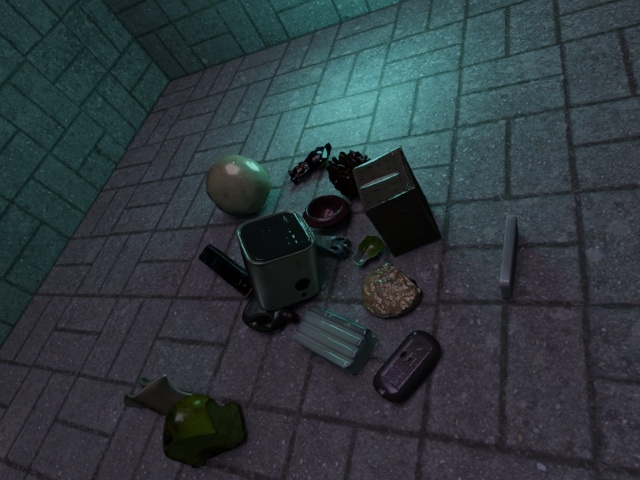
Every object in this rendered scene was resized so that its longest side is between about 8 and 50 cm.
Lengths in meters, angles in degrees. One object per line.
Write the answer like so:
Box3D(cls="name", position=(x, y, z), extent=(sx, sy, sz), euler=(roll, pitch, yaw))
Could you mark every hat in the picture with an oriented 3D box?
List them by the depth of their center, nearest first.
Box3D(cls="hat", position=(0.025, -0.106, 1.738), extent=(0.206, 0.089, 0.205), euler=(-12, 40, 10))

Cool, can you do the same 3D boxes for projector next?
Box3D(cls="projector", position=(-0.151, 0.069, 1.553), extent=(0.249, 0.249, 0.248), euler=(-19, 43, -14))

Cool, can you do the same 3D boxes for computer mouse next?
Box3D(cls="computer mouse", position=(0.257, 0.372, 1.254), extent=(0.232, 0.057, 0.120), euler=(-47, 46, -12))

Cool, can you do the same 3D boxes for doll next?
Box3D(cls="doll", position=(-0.043, -0.369, 2.000), extent=(0.249, 0.088, 0.127), euler=(-41, 65, 10))

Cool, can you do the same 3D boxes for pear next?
Box3D(cls="pear", position=(-0.411, 0.599, 1.354), extent=(0.238, 0.255, 0.164), euler=(-32, 47, 13))

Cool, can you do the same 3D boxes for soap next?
Box3D(cls="soap", position=(0.048, 0.325, 1.399), extent=(0.262, 0.094, 0.150), euler=(19, 73, 39))

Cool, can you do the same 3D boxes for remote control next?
Box3D(cls="remote control", position=(0.573, 0.047, 1.281), extent=(0.034, 0.103, 0.250), euler=(3, 59, 30))

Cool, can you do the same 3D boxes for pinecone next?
Box3D(cls="pinecone", position=(0.130, -0.285, 1.753), extent=(0.208, 0.207, 0.207), euler=(-17, 49, 20))

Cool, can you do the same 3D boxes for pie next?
Box3D(cls="pie", position=(0.225, 0.172, 1.431), extent=(0.185, 0.052, 0.218), euler=(-39, 47, -3))

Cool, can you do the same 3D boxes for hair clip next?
Box3D(cls="hair clip", position=(-0.622, 0.576, 1.571), extent=(0.282, 0.172, 0.113), euler=(-9, 44, 38))

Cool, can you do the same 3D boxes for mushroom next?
Box3D(cls="mushroom", position=(-0.374, -0.290, 2.030), extent=(0.315, 0.314, 0.336), euler=(-16, 29, 21))

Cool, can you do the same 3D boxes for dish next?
Box3D(cls="dish", position=(0.177, 0.045, 1.569), extent=(0.137, 0.039, 0.091), euler=(-47, 51, -7))

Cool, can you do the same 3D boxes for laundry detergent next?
Box3D(cls="laundry detergent", position=(-0.183, 0.280, 1.583), extent=(0.222, 0.078, 0.144), euler=(11, 60, 34))

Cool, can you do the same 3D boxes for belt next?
Box3D(cls="belt", position=(0.000, 0.000, 1.688), extent=(0.302, 0.072, 0.087), euler=(16, 68, 38))

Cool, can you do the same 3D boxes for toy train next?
Box3D(cls="toy train", position=(-0.382, 0.131, 1.810), extent=(0.409, 0.089, 0.086), euler=(28, 84, 41))

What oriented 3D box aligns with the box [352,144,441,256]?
Box3D(cls="box", position=(0.267, -0.127, 1.471), extent=(0.191, 0.297, 0.225), euler=(-25, 47, 17))
